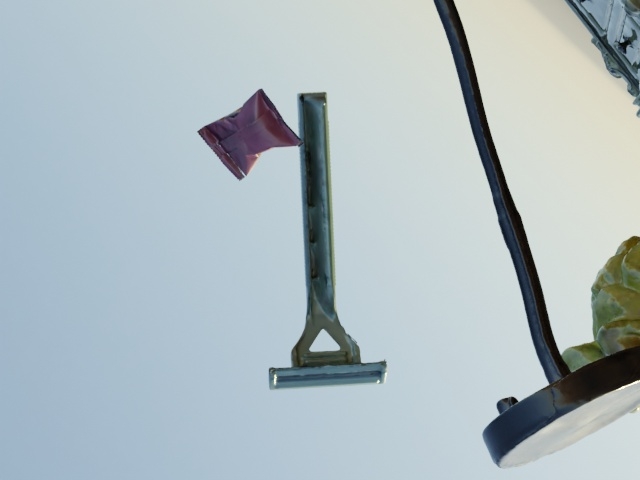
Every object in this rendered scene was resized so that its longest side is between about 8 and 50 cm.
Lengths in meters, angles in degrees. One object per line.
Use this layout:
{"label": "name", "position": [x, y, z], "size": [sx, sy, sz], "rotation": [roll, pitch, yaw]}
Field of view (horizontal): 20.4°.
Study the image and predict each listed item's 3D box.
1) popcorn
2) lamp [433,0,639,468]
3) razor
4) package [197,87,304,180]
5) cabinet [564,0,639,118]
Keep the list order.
{"label": "popcorn", "position": [0.254, 0.060, 1.268], "size": [0.141, 0.162, 0.135], "rotation": [33, -159, -23]}
{"label": "lamp", "position": [0.123, -0.061, 1.017], "size": [0.130, 0.108, 0.371], "rotation": [16, -115, -65]}
{"label": "razor", "position": [-0.001, -0.001, 1.668], "size": [0.056, 0.111, 0.278], "rotation": [157, 110, -86]}
{"label": "package", "position": [-0.058, -0.088, 1.480], "size": [0.059, 0.083, 0.029], "rotation": [52, -142, -13]}
{"label": "cabinet", "position": [0.287, -0.316, 1.587], "size": [0.318, 0.227, 0.290], "rotation": [52, -178, 8]}
